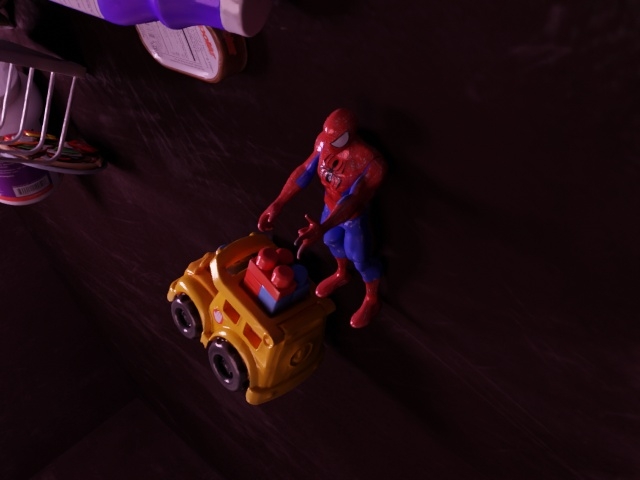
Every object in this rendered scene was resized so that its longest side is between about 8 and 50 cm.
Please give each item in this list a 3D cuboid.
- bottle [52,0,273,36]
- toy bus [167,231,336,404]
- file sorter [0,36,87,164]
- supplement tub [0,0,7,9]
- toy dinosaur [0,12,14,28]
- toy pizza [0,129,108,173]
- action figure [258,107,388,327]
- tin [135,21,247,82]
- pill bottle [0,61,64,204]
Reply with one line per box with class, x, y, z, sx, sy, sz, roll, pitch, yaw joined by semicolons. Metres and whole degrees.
bottle;-0.177;-0.251;0.634;0.283;0.092;0.118;21;135;13
toy bus;-0.089;0.068;0.961;0.220;0.149;0.211;45;142;24
file sorter;-0.550;-0.240;1.172;0.278;0.193;0.173;23;104;35
supplement tub;-0.474;-0.398;0.893;0.316;0.228;0.228;2;125;60
toy dinosaur;-0.615;-0.460;1.200;0.160;0.121;0.313;24;147;37
toy pizza;-0.486;-0.167;1.322;0.201;0.201;0.032;31;111;40
action figure;0.000;0.000;0.704;0.091;0.139;0.280;37;149;29
tin;-0.147;-0.226;0.776;0.190;0.040;0.106;27;149;45
pill bottle;-0.643;-0.224;1.493;0.181;0.181;0.323;45;154;18
